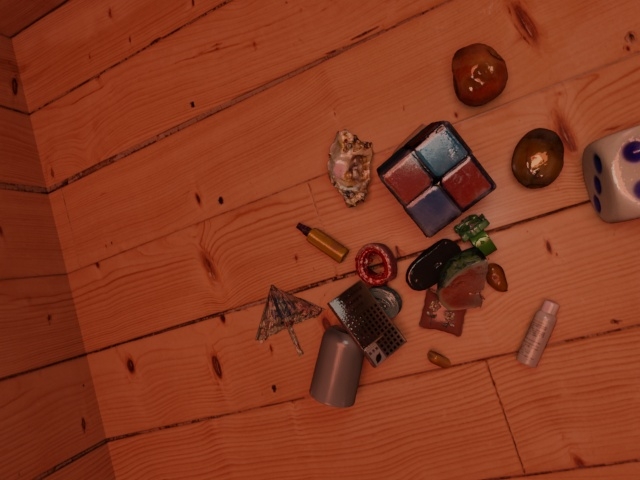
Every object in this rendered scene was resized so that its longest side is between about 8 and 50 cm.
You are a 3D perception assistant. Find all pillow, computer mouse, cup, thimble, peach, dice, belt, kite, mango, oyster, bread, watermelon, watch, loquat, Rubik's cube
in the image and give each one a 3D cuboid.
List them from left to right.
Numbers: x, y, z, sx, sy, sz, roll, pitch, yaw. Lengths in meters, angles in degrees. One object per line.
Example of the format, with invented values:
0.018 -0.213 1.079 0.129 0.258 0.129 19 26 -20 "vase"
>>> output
-0.163 0.379 2.024 0.406 0.014 0.368 -27 81 16 "kite"
0.083 0.541 1.844 0.206 0.205 0.311 14 92 18 "cup"
0.125 -0.317 1.899 0.201 0.107 0.353 6 79 -1 "oyster"
0.240 0.102 1.834 0.163 0.125 0.189 -26 81 18 "thimble"
0.273 0.267 1.845 0.148 0.082 0.163 -40 81 25 "belt"
0.430 -0.246 1.639 0.318 0.316 0.313 -40 97 13 "Rubik's cube"
0.470 0.105 1.775 0.270 0.086 0.137 -37 91 -1 "computer mouse"
0.499 0.505 1.789 0.049 0.103 0.062 -61 30 -2 "bread"
0.515 0.305 1.766 0.179 0.075 0.171 12 93 17 "pillow"
0.557 0.138 1.626 0.180 0.305 0.224 27 61 31 "watermelon"
0.615 -0.658 1.669 0.214 0.214 0.235 -31 102 16 "peach"
0.643 -0.016 1.707 0.131 0.165 0.152 -38 103 13 "watch"
0.713 0.153 1.709 0.077 0.063 0.127 -25 81 9 "mango"
0.830 -0.315 1.616 0.180 0.179 0.227 5 89 18 "loquat"
1.129 -0.237 1.465 0.305 0.277 0.303 -14 84 16 "dice"

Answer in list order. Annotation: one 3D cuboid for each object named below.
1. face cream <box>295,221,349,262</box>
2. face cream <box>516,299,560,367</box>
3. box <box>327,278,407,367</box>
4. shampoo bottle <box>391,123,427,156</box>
0.000 0.000 1.938 0.274 0.078 0.078 34 100 15 "face cream"
0.856 0.361 1.650 0.082 0.082 0.268 23 97 17 "face cream"
0.194 0.344 1.767 0.180 0.047 0.324 -34 81 -19 "box"
0.386 -0.370 1.812 0.127 0.078 0.256 39 101 6 "shampoo bottle"
